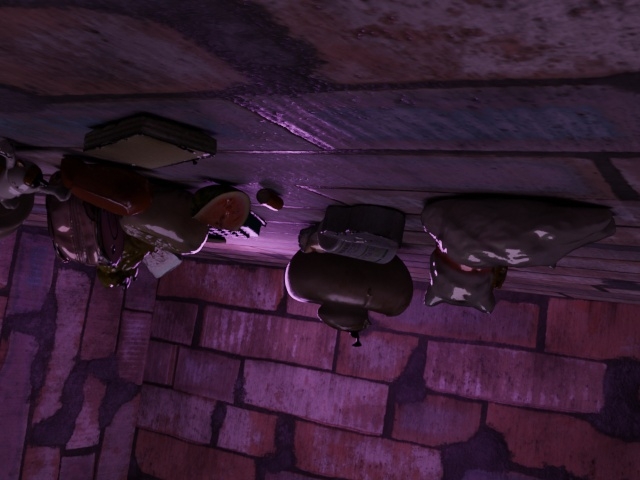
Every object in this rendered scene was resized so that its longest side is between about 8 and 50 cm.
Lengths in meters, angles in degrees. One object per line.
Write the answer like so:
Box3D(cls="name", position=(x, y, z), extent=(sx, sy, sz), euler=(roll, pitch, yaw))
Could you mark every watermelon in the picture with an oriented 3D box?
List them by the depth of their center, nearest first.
Box3D(cls="watermelon", position=(-0.196, -0.077, 1.485), extent=(0.069, 0.087, 0.163), euler=(40, -173, 25))
Box3D(cls="watermelon", position=(-0.451, -0.033, 1.974), extent=(0.094, 0.154, 0.241), euler=(-24, 137, 15))

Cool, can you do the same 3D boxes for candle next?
Box3D(cls="candle", position=(0.104, -0.024, 1.557), extent=(0.168, 0.068, 0.192), euler=(16, 172, -37))

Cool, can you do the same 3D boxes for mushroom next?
Box3D(cls="mushroom", position=(0.076, 0.145, 2.159), extent=(0.362, 0.295, 0.362), euler=(9, 176, 1))

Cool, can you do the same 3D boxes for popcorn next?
Box3D(cls="popcorn", position=(-0.480, 0.014, 1.854), extent=(0.173, 0.168, 0.195), euler=(34, 148, 10))

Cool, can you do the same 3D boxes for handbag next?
Box3D(cls="handbag", position=(-0.487, -0.044, 1.597), extent=(0.116, 0.205, 0.179), euler=(-2, -155, 1))

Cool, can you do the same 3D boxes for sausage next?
Box3D(cls="sausage", position=(-0.396, -0.102, 1.416), extent=(0.179, 0.089, 0.089), euler=(19, 173, -11))
Box3D(cls="sausage", position=(-0.095, -0.078, 1.497), extent=(0.031, 0.031, 0.107), euler=(7, 176, 15))

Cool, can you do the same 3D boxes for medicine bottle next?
Box3D(cls="medicine bottle", position=(0.084, -0.002, 1.723), extent=(0.183, 0.086, 0.086), euler=(14, 172, -43))

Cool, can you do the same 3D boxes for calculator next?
Box3D(cls="calculator", position=(-0.283, -0.049, 1.933), extent=(0.274, 0.058, 0.248), euler=(7, 175, 3))

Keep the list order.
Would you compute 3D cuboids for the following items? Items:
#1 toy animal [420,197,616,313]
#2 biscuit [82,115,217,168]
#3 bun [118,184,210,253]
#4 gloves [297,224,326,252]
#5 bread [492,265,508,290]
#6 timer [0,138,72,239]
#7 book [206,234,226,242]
Box3D(cls="toy animal", position=(0.308, 0.025, 1.260), extent=(0.308, 0.188, 0.266), euler=(11, 166, 7))
Box3D(cls="biscuit", position=(-0.241, -0.135, 1.075), extent=(0.121, 0.040, 0.199), euler=(15, 170, -38))
Box3D(cls="bun", position=(-0.325, -0.055, 1.607), extent=(0.178, 0.128, 0.193), euler=(3, 161, 44))
Box3D(cls="gloves", position=(-0.001, -0.004, 1.923), extent=(0.114, 0.070, 0.153), euler=(-1, -179, 4))
Box3D(cls="bread", position=(0.345, 0.041, 1.763), extent=(0.147, 0.127, 0.152), euler=(12, -170, -36))
Box3D(cls="timer", position=(-0.580, -0.103, 1.419), extent=(0.175, 0.175, 0.266), euler=(13, 162, -41))
Box3D(cls="book", position=(-0.331, -0.027, 2.099), extent=(0.127, 0.014, 0.182), euler=(6, -165, -18))
